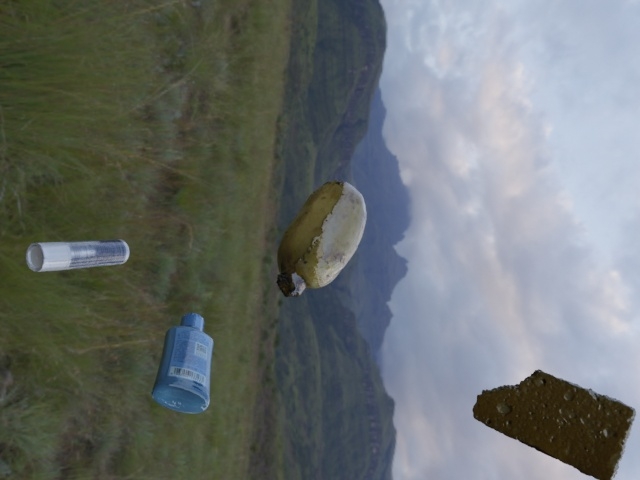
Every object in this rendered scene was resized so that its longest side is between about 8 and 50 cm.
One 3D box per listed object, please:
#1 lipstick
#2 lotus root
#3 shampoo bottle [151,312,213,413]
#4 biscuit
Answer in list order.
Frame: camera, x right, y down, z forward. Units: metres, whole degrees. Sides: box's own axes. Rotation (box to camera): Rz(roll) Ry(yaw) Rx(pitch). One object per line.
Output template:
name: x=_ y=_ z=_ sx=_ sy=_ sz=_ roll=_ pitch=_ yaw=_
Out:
lipstick: x=-0.337 y=0.020 z=0.747 sx=0.141 sy=0.040 sz=0.040 roll=-3 pitch=88 yaw=-59
lotus root: x=0.000 y=0.000 z=1.105 sx=0.284 sy=0.146 sz=0.160 roll=-56 pitch=-179 yaw=-28
shampoo bottle: x=-0.263 y=0.229 z=1.043 sx=0.061 sy=0.104 sz=0.258 roll=-62 pitch=-162 yaw=18
biscuit: x=0.382 y=0.290 z=0.884 sx=0.237 sy=0.026 sz=0.131 roll=18 pitch=-86 yaw=38
